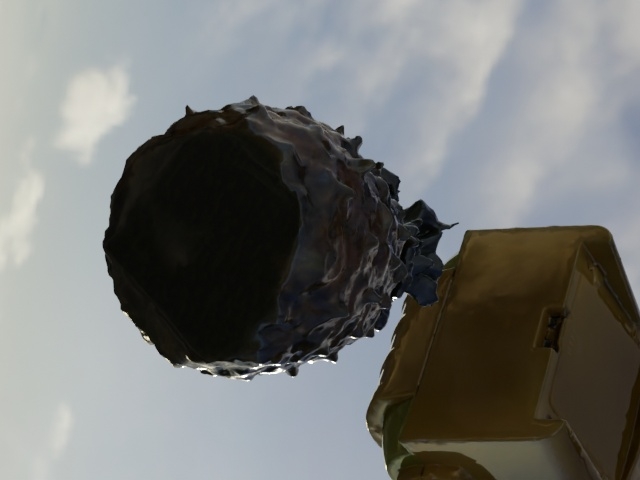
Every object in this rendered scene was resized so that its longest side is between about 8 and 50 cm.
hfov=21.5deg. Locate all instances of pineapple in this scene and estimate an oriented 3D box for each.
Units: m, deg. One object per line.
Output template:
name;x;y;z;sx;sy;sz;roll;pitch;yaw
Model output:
pineapple;0.000;0.000;0.662;0.198;0.108;0.108;2;98;-64

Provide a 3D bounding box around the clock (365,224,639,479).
clock;0.188;0.168;1.370;0.200;0.317;0.244;-6;-135;36
